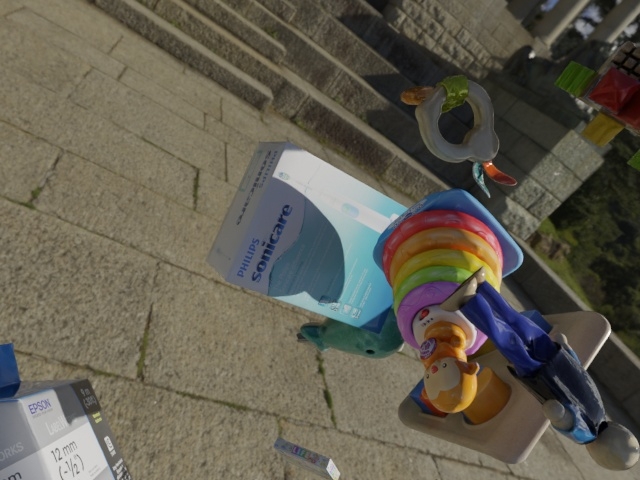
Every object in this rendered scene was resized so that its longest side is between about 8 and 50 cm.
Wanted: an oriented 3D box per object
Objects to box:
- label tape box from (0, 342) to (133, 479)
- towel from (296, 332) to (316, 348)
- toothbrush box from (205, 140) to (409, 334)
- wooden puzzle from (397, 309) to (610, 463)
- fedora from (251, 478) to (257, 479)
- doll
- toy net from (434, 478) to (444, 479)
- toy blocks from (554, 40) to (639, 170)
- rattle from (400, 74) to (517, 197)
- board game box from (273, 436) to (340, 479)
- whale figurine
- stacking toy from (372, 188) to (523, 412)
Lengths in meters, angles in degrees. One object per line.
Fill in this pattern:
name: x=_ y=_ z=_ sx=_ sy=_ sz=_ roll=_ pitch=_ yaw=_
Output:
label tape box: x=-0.409 y=0.295 z=0.655 sx=0.347 sy=0.115 sz=0.249 roll=65 pitch=-13 yaw=6
towel: x=0.099 y=0.313 z=1.369 sx=0.324 sy=0.313 sz=0.056 roll=66 pitch=22 yaw=-74
toothbrush box: x=0.000 y=0.000 z=0.727 sx=0.296 sy=0.216 sz=0.126 roll=23 pitch=0 yaw=-30
wooden puzzle: x=0.319 y=0.245 z=0.864 sx=0.080 sy=0.322 sz=0.348 roll=50 pitch=-21 yaw=-4
fedora: x=-0.219 y=0.726 z=1.095 sx=0.124 sy=0.275 sz=0.244 roll=44 pitch=42 yaw=15
doll: x=0.189 y=0.106 z=0.374 sx=0.189 sy=0.046 sz=0.129 roll=49 pitch=32 yaw=14
toy net: x=0.250 y=0.511 z=0.726 sx=0.045 sy=0.122 sz=0.232 roll=22 pitch=3 yaw=-25
toy blocks: x=0.557 y=-0.183 z=0.675 sx=0.381 sy=0.190 sz=0.261 roll=37 pitch=28 yaw=11
rattle: x=0.219 y=-0.164 z=0.739 sx=0.200 sy=0.130 sz=0.143 roll=43 pitch=-21 yaw=-22
board game box: x=-0.035 y=0.556 z=1.127 sx=0.154 sy=0.103 sz=0.026 roll=9 pitch=50 yaw=28
whale figurine: x=0.079 y=0.222 z=1.066 sx=0.216 sy=0.272 sz=0.141 roll=51 pitch=30 yaw=-31
stacking toy: x=0.148 y=0.080 z=0.536 sx=0.166 sy=0.175 sz=0.301 roll=43 pitch=30 yaw=-11
